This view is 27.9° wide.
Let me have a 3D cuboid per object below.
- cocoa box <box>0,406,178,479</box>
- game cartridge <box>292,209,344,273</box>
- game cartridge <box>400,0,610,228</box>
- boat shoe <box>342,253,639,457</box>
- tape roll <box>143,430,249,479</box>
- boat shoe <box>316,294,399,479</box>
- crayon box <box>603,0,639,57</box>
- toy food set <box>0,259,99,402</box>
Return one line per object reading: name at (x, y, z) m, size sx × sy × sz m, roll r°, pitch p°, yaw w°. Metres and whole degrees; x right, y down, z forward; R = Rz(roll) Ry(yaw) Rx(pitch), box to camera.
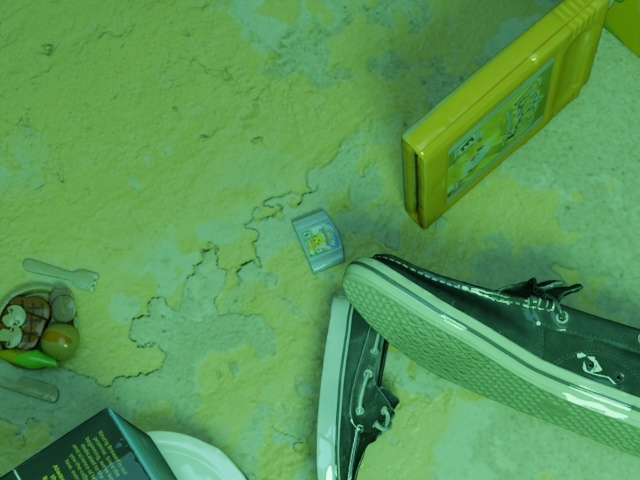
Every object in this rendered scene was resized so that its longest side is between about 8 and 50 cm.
cocoa box at (-0.224, 0.407, 1.490) m, size 0.228 × 0.231 × 0.347 m, roll -34°, pitch 73°, yaw -6°
game cartridge at (0.000, 0.000, 1.821) m, size 0.056 × 0.017 × 0.083 m, roll -22°, pitch 72°, yaw -7°
game cartridge at (0.243, -0.171, 1.716) m, size 0.324 × 0.285 × 0.052 m, roll -39°, pitch 73°, yaw -7°
boat shoe at (0.266, 0.122, 1.663) m, size 0.500 × 0.187 × 0.156 m, roll 23°, pitch 70°, yaw -2°
tape roll at (-0.208, 0.393, 1.669) m, size 0.286 × 0.100 × 0.286 m, roll -1°, pitch 73°, yaw 4°
boat shoe at (0.053, 0.219, 1.707) m, size 0.102 × 0.108 × 0.301 m, roll 3°, pitch 66°, yaw 7°
crayon box at (0.436, -0.396, 1.731) m, size 0.106 × 0.363 × 0.313 m, roll -42°, pitch 74°, yaw -9°
toy food set at (-0.395, 0.119, 1.800) m, size 0.132 × 0.038 × 0.192 m, roll 13°, pitch 74°, yaw 8°
